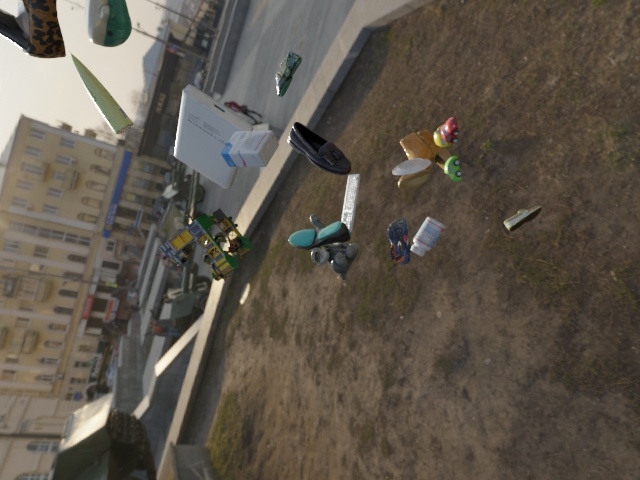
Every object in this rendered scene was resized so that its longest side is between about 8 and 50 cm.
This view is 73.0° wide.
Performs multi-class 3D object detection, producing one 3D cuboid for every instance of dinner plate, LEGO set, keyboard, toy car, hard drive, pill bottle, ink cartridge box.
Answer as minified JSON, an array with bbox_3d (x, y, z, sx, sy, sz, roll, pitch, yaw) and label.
[{"bbox_3d":[0.321,-0.266,1.535,0.141,0.141,0.017,38,152,63],"label":"dinner plate"},{"bbox_3d":[-0.398,0.034,1.500,0.192,0.255,0.331,-36,18,12],"label":"LEGO set"},{"bbox_3d":[0.128,-0.162,1.887,0.072,0.014,0.255,6,86,47],"label":"keyboard"},{"bbox_3d":[0.463,-0.316,1.563,0.239,0.053,0.224,-54,-49,-81],"label":"toy car"},{"bbox_3d":[-0.372,-0.332,1.464,0.047,0.233,0.353,-61,7,-32],"label":"hard drive"},{"bbox_3d":[0.453,-0.014,1.847,0.160,0.087,0.087,-60,28,14],"label":"pill bottle"},{"bbox_3d":[-0.180,-0.236,1.117,0.123,0.052,0.088,5,55,29],"label":"ink cartridge box"}]

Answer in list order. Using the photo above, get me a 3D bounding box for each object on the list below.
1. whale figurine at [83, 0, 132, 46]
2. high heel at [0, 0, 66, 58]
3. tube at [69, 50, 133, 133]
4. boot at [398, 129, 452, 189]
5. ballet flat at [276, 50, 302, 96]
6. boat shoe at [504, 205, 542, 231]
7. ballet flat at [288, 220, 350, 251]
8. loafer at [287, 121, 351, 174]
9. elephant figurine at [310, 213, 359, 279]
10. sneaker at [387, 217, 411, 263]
[{"bbox_3d":[-0.688,-0.777,1.426,0.216,0.141,0.272,54,129,39],"label":"whale figurine"},{"bbox_3d":[-0.431,-0.413,0.720,0.261,0.186,0.093,-28,78,10],"label":"high heel"},{"bbox_3d":[-0.650,-0.429,1.269,0.070,0.240,0.062,-24,17,30],"label":"tube"},{"bbox_3d":[0.391,-0.343,1.812,0.211,0.295,0.104,53,161,26],"label":"boot"},{"bbox_3d":[-0.129,-0.623,1.613,0.188,0.070,0.070,-48,36,46],"label":"ballet flat"},{"bbox_3d":[0.702,-0.086,1.503,0.135,0.050,0.045,-31,52,-1],"label":"boat shoe"},{"bbox_3d":[0.000,0.000,1.713,0.281,0.096,0.095,-11,46,39],"label":"ballet flat"},{"bbox_3d":[-0.005,-0.367,1.724,0.109,0.303,0.095,-45,-19,-34],"label":"loafer"},{"bbox_3d":[0.036,0.029,1.882,0.186,0.239,0.169,-60,-18,-5],"label":"elephant figurine"},{"bbox_3d":[0.326,0.004,1.764,0.083,0.087,0.221,-18,51,37],"label":"sneaker"}]
